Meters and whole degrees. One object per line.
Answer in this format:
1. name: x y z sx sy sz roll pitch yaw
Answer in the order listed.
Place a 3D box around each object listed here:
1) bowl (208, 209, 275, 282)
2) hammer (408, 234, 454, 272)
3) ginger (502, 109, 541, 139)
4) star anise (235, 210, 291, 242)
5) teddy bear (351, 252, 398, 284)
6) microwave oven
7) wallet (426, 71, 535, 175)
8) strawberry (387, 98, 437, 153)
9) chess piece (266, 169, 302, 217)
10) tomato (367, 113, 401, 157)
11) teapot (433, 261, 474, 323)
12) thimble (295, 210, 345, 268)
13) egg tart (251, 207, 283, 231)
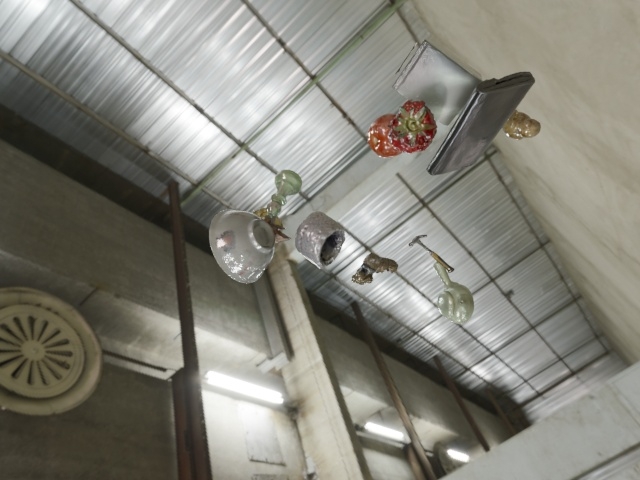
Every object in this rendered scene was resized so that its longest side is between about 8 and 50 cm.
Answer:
1. bowl: -0.299 0.000 1.931 0.345 0.157 0.345 35 -137 -41
2. hammer: 0.442 0.052 1.742 0.201 0.078 0.021 40 -150 -1
3. ginger: 0.976 -0.616 2.297 0.304 0.155 0.244 32 -163 17
4. star anise: -0.329 -0.061 2.381 0.292 0.109 0.349 -5 -138 -24
5. teddy bear: 0.247 0.126 2.111 0.182 0.251 0.129 7 -119 -38
6. microwave oven: 0.559 -0.741 2.085 0.374 0.236 0.432 36 -150 1
7. wallet: 0.520 -0.376 1.501 0.406 0.228 0.062 108 141 -59
8. strawberry: 0.348 -0.412 1.664 0.201 0.184 0.186 -2 -102 -61
9. chess piece: -0.191 -0.204 2.129 0.139 0.139 0.271 43 -131 -25
10. tomato: 0.334 -0.504 2.157 0.208 0.184 0.208 49 151 39
11. teapot: 0.677 0.281 2.344 0.149 0.220 0.318 -1 -137 -18
12. thimble: 0.000 0.000 2.113 0.217 0.245 0.157 -24 -131 -39
13. egg tart: -0.318 -0.112 2.577 0.232 0.098 0.252 17 -141 7
